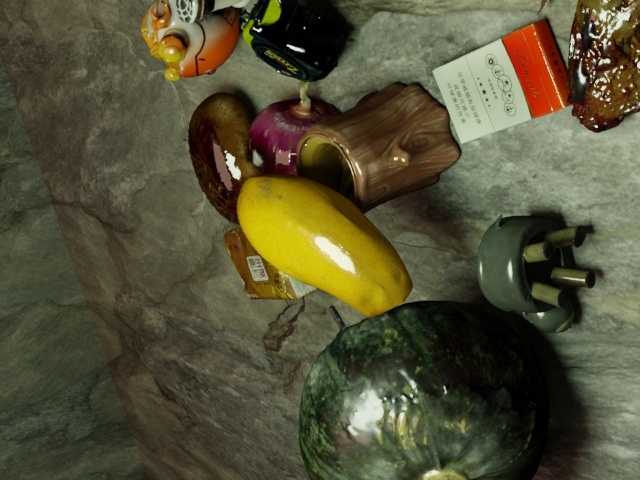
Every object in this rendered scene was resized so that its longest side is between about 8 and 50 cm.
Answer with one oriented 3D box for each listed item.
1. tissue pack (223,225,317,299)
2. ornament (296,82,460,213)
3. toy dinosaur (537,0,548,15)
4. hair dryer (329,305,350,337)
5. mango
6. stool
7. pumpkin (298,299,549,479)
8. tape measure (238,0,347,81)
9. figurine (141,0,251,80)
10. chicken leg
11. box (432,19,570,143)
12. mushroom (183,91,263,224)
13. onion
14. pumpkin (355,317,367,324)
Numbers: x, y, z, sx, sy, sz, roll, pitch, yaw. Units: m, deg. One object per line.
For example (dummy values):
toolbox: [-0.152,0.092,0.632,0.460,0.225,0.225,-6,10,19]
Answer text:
tissue pack: [-0.114,0.045,2.251,0.226,0.092,0.183,-6,106,53]
ornament: [0.086,-0.147,1.716,0.235,0.217,0.221,40,141,31]
toy dinosaur: [0.309,-0.430,1.384,0.108,0.032,0.220,24,128,49]
hair dryer: [0.040,0.185,2.188,0.083,0.026,0.047,60,147,13]
mango: [0.001,-0.002,1.610,0.359,0.144,0.187,30,147,29]
stool: [0.357,0.048,1.556,0.228,0.153,0.139,32,161,-35]
pumpkin: [0.180,0.307,1.696,0.344,0.454,0.454,-107,15,-53]
tape measure: [-0.056,-0.377,1.806,0.199,0.112,0.186,32,170,-12]
figurine: [-0.248,-0.463,1.988,0.196,0.320,0.323,22,148,-15]
chicken leg: [0.415,-0.274,1.308,0.177,0.083,0.322,30,136,29]
box: [0.284,-0.244,1.539,0.245,0.035,0.139,-17,96,57]
mushroom: [-0.193,-0.177,2.143,0.278,0.163,0.297,-14,98,57]
onion: [-0.048,-0.187,1.922,0.207,0.200,0.200,49,145,12]
pumpkin: [0.137,0.234,1.970,0.190,0.146,0.190,31,133,41]
